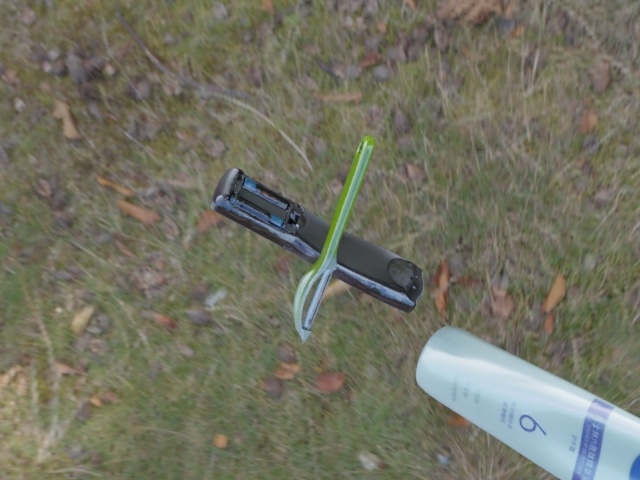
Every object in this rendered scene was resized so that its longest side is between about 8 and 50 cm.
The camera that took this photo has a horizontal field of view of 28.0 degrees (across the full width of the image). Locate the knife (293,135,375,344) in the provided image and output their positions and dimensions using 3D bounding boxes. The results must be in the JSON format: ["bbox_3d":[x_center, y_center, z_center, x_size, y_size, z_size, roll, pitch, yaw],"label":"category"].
[{"bbox_3d":[0.009,0.000,1.048,0.026,0.022,0.184,16,103,-21],"label":"knife"}]

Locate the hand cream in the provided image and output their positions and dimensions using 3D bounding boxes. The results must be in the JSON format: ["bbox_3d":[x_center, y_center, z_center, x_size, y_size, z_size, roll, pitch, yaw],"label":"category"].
[{"bbox_3d":[0.221,0.168,1.159,0.321,0.067,0.109,28,124,36],"label":"hand cream"}]

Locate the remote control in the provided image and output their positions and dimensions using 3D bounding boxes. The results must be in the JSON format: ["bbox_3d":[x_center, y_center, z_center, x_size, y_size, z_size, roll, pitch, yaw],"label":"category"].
[{"bbox_3d":[0.000,0.000,1.165,0.212,0.059,0.028,28,126,-9],"label":"remote control"}]
